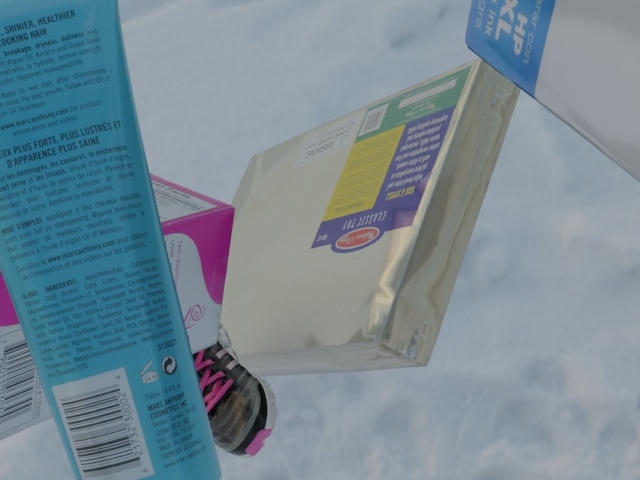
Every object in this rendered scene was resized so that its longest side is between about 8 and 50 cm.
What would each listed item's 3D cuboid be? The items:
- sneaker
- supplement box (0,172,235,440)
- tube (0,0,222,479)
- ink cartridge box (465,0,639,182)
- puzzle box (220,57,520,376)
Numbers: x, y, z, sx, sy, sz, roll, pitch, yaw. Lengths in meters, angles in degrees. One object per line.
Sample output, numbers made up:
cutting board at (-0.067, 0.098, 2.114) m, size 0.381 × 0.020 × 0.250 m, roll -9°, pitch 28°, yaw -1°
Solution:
sneaker at (-0.095, 0.105, 0.763) m, size 0.063 × 0.075 × 0.170 m, roll -50°, pitch 41°, yaw 9°
supplement box at (-0.169, 0.031, 0.625) m, size 0.114 × 0.111 × 0.220 m, roll 22°, pitch 24°, yaw 30°
tube at (-0.091, 0.001, 0.367) m, size 0.080 × 0.052 × 0.207 m, roll -16°, pitch 93°, yaw -14°
ink cartridge box at (0.277, -0.081, 0.401) m, size 0.286 × 0.166 × 0.395 m, roll 2°, pitch 28°, yaw -19°
puzzle box at (0.000, 0.000, 0.931) m, size 0.052 × 0.409 × 0.272 m, roll 33°, pitch 67°, yaw -24°
